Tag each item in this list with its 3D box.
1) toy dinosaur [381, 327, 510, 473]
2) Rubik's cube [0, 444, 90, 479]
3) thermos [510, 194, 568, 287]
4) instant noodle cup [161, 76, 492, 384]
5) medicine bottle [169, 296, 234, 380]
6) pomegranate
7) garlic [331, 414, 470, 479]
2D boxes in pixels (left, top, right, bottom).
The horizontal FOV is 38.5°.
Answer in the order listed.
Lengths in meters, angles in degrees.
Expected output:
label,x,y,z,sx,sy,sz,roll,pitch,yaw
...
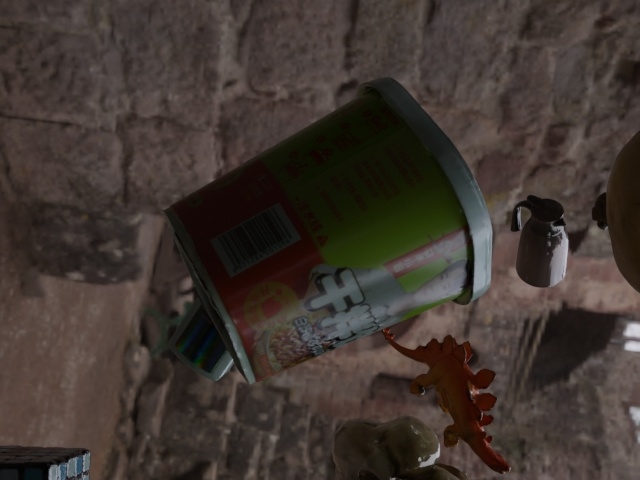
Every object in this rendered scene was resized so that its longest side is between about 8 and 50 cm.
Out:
label,x,y,z,sx,sy,sz,roll,pitch,yaw
toy dinosaur,0.181,0.192,1.263,0.288,0.070,0.117,56,-50,34
Rubik's cube,-0.455,0.404,1.351,0.187,0.182,0.184,47,42,-83
thermos,0.447,-0.011,1.890,0.137,0.105,0.193,43,-23,36
instant noodle cup,0.000,0.000,1.077,0.293,0.308,0.294,60,-12,21
medicine bottle,-0.174,0.138,1.689,0.229,0.121,0.083,-55,172,17
pomegranate,0.504,-0.031,1.138,0.307,0.307,0.307,7,90,-90
garlic,0.125,0.371,1.306,0.185,0.281,0.203,-42,179,0
